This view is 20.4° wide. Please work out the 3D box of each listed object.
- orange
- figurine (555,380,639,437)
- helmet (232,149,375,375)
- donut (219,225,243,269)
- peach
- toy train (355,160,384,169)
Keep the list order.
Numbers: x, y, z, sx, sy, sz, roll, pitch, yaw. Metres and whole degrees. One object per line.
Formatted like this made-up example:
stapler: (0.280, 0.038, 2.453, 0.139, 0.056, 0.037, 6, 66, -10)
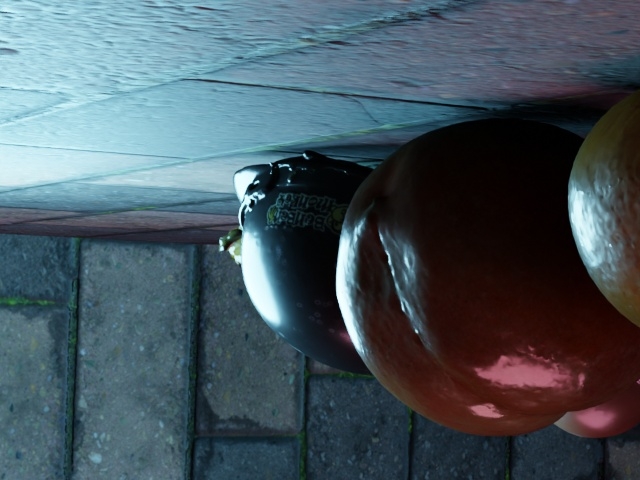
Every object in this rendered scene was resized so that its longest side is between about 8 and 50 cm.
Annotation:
orange: (0.265, -0.013, 1.052, 0.240, 0.171, 0.240, 2, 179, 0)
figurine: (0.388, 0.040, 1.591, 0.388, 0.248, 0.277, 2, -158, 39)
helmet: (0.025, 0.036, 1.620, 0.279, 0.160, 0.230, 6, 158, 32)
donut: (-0.008, 0.007, 2.097, 0.186, 0.144, 0.126, -24, -165, 8)
peach: (0.132, 0.022, 1.313, 0.252, 0.252, 0.252, 2, 177, 0)
toy train: (0.038, -0.052, 1.686, 0.047, 0.043, 0.207, 10, 173, -40)
